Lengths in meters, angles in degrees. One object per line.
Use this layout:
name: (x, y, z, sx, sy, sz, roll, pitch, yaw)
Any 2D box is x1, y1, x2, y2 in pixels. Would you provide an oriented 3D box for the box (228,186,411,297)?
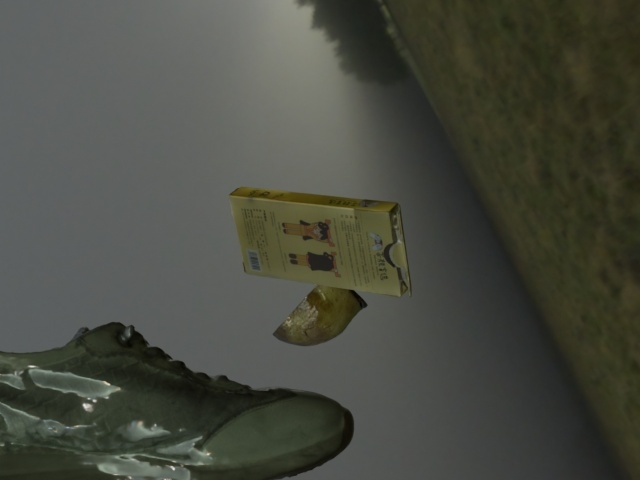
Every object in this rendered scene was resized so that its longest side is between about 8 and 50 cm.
box: (0.000, 0.000, 0.712, 0.020, 0.149, 0.073, -43, -48, -47)

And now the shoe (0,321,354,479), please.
shoe: (-0.115, 0.094, 0.545, 0.103, 0.274, 0.098, 175, 98, -76)

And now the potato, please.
potato: (-0.002, 0.093, 1.128, 0.066, 0.103, 0.096, 42, 175, 4)
